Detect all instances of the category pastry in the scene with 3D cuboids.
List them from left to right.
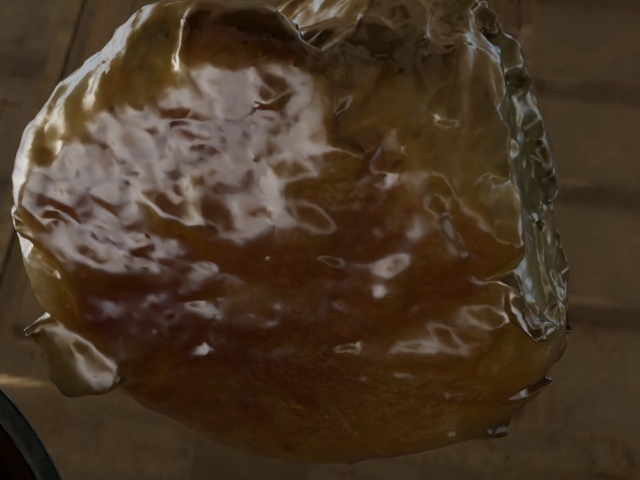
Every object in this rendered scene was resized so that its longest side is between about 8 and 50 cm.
[{"bbox_3d":[0.000,0.000,0.500,0.229,0.218,0.100,34,-141,-17],"label":"pastry"}]

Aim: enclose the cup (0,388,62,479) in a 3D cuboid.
[{"bbox_3d":[-0.249,0.193,0.603,0.242,0.292,0.307,-13,-94,-24],"label":"cup"}]
